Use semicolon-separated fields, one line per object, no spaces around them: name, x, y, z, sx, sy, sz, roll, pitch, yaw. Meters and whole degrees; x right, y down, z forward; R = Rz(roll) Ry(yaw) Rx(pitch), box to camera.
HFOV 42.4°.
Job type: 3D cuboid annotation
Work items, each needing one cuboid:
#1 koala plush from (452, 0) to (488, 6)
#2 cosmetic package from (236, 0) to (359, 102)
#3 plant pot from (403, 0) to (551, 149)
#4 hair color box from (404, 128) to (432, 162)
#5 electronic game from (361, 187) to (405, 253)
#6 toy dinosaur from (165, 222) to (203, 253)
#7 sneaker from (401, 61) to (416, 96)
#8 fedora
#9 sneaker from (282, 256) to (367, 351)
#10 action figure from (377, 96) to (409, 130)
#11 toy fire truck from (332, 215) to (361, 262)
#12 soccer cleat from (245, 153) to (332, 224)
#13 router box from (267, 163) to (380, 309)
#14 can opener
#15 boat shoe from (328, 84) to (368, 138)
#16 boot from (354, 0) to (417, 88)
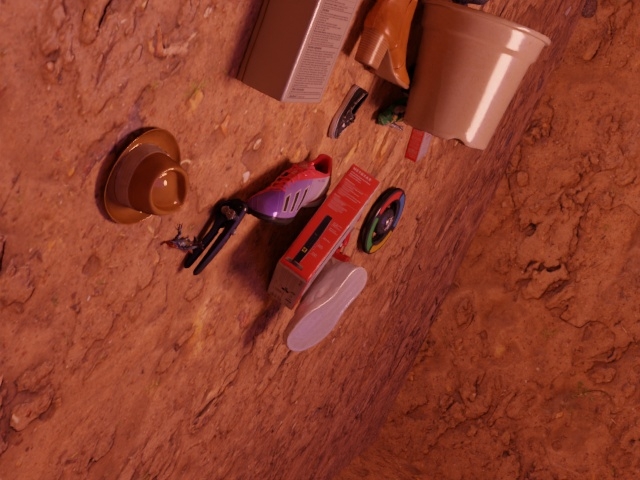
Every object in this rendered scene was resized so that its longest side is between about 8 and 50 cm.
koala plush;0.359;-0.648;2.013;0.196;0.203;0.221;-64;170;10
cosmetic package;-0.023;-0.417;1.525;0.160;0.113;0.309;-15;131;-62
plant pot;0.360;-0.400;2.056;0.334;0.333;0.306;-7;118;-64
hair color box;0.305;-0.313;2.493;0.072;0.043;0.141;-37;150;-45
electronic game;0.198;-0.060;2.575;0.229;0.048;0.229;-47;156;-29
toy dinosaur;-0.272;0.012;1.626;0.082;0.047;0.090;-12;142;-39
sneaker;0.295;-0.454;2.236;0.211;0.080;0.081;-47;157;-21
fedora;-0.280;-0.095;1.408;0.194;0.079;0.194;-48;157;-29
sneaker;-0.026;0.161;2.200;0.292;0.169;0.108;-45;131;-20
action figure;0.222;-0.343;2.230;0.232;0.063;0.137;-24;163;-49
toy fire truck;0.069;-0.011;2.349;0.192;0.047;0.135;-64;159;8
soccer cleat;-0.064;-0.119;1.833;0.318;0.108;0.116;-28;143;-61
router box;0.000;0.000;2.019;0.301;0.082;0.335;-53;177;-17
can opener;-0.212;-0.008;1.704;0.186;0.059;0.073;-57;159;-8
boat shoe;0.067;-0.303;1.974;0.142;0.040;0.049;-62;159;5
boot;0.184;-0.481;1.924;0.211;0.104;0.295;-65;158;6
